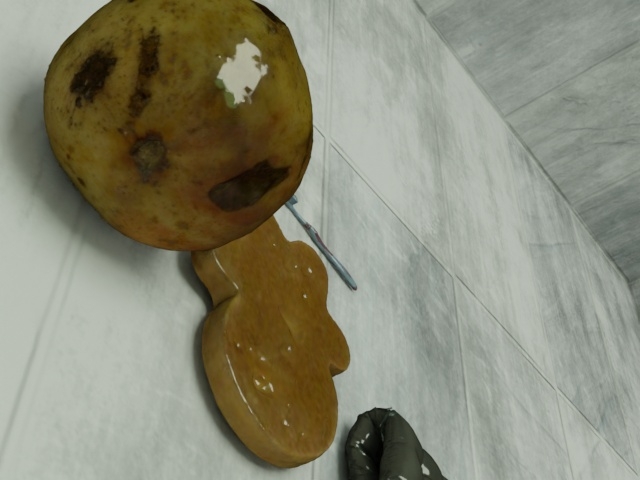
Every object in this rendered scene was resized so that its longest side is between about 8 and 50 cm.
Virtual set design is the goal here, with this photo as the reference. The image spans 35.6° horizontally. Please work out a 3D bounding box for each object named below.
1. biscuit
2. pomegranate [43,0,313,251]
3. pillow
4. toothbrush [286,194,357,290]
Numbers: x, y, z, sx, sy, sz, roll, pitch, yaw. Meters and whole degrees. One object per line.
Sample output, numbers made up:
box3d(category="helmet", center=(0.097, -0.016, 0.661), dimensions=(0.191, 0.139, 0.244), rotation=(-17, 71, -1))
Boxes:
box3d(category="biscuit", center=(-0.059, 0.107, 1.188), dimensions=(0.275, 0.052, 0.355), rotation=(41, 32, -37))
box3d(category="pomegranate", center=(-0.146, -0.128, 1.028), dimensions=(0.281, 0.281, 0.281), rotation=(44, 29, -33))
box3d(category="pillow", center=(0.103, 0.368, 1.170), dimensions=(0.228, 0.101, 0.326), rotation=(55, 27, -21))
box3d(category="toothbrush", center=(0.000, 0.000, 1.459), dimensions=(0.193, 0.019, 0.013), rotation=(54, 25, -18))
